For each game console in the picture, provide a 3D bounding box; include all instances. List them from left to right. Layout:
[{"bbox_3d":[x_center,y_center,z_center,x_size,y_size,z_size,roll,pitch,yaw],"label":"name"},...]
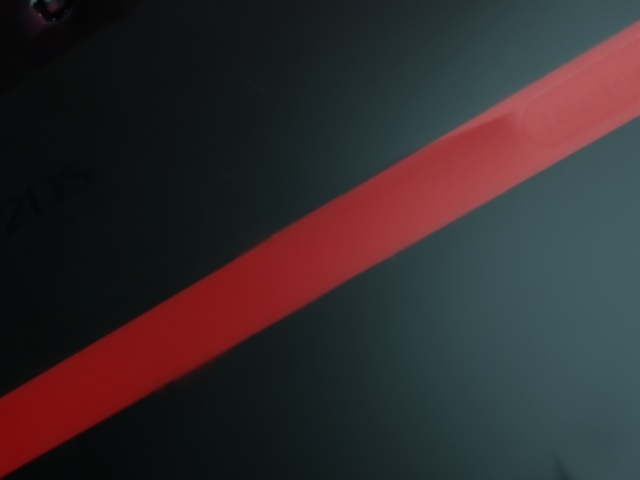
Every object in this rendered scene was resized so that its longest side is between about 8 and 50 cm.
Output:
[{"bbox_3d":[0.000,0.000,0.685,0.386,0.060,0.342,-30,78,24],"label":"game console"}]
